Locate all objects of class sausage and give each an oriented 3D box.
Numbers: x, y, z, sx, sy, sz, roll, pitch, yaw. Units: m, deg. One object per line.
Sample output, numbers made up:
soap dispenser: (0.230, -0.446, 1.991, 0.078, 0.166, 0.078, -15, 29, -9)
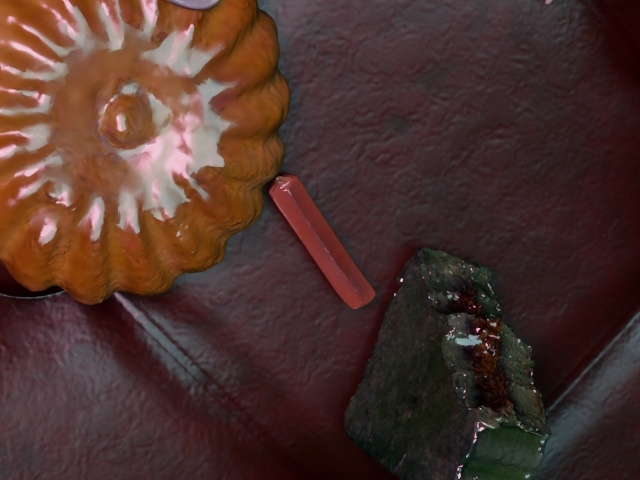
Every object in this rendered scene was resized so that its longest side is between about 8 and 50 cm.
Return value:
sausage: (0.000, 0.000, 1.533, 0.030, 0.035, 0.147, -37, 110, -7)

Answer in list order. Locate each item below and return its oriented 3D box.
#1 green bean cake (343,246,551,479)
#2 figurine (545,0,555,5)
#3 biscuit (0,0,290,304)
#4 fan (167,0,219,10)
green bean cake: (0.127, 0.125, 1.520, 0.107, 0.208, 0.193, 20, 96, -27)
figurine: (0.203, -0.266, 1.552, 0.064, 0.047, 0.109, -40, 123, -41)
biscuit: (-0.168, -0.105, 1.411, 0.325, 0.107, 0.326, -4, 100, -22)
fan: (-0.088, -0.319, 1.387, 0.057, 0.023, 0.282, 13, 78, -26)
